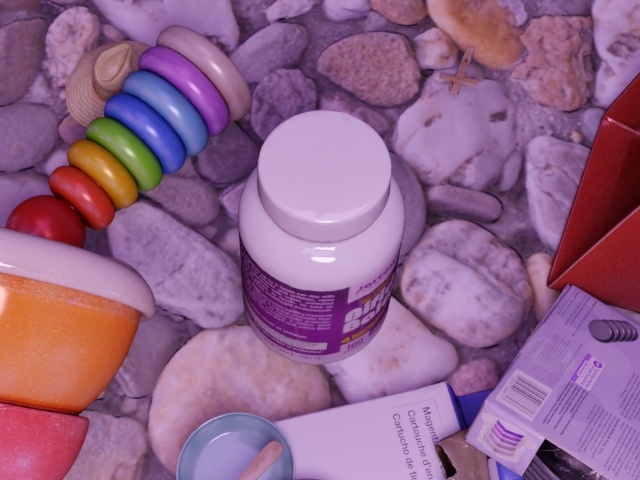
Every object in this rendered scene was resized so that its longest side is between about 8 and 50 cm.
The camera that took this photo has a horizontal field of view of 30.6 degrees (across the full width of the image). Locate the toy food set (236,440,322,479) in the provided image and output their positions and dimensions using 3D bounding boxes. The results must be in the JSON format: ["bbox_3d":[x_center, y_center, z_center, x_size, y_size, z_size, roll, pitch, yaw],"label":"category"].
[{"bbox_3d":[-0.015,0.294,1.125,0.192,0.038,0.132,41,67,13],"label":"toy food set"}]

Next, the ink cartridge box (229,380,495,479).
[{"bbox_3d":[0.101,0.313,1.181,0.330,0.071,0.324,-13,63,-7],"label":"ink cartridge box"}]

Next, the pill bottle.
[{"bbox_3d":[0.000,0.000,1.208,0.169,0.301,0.169,1,63,-1],"label":"pill bottle"}]

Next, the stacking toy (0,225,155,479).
[{"bbox_3d":[-0.364,0.227,1.117,0.351,0.350,0.479,8,78,2],"label":"stacking toy"}]

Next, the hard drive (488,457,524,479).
[{"bbox_3d":[0.284,0.365,1.136,0.210,0.040,0.318,5,59,-22],"label":"hard drive"}]

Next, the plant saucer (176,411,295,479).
[{"bbox_3d":[-0.084,0.232,1.173,0.119,0.021,0.119,-2,65,4],"label":"plant saucer"}]

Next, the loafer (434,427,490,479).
[{"bbox_3d":[0.144,0.256,1.149,0.050,0.056,0.148,-4,52,-7],"label":"loafer"}]

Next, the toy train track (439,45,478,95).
[{"bbox_3d":[0.180,-0.213,1.489,0.048,0.014,0.083,14,57,14],"label":"toy train track"}]

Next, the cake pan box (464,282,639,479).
[{"bbox_3d":[0.306,0.185,1.194,0.246,0.070,0.267,30,38,14],"label":"cake pan box"}]

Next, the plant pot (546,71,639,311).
[{"bbox_3d":[0.439,-0.053,1.290,0.236,0.267,0.267,25,64,-3],"label":"plant pot"}]

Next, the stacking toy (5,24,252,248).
[{"bbox_3d":[-0.235,-0.094,1.361,0.141,0.141,0.330,38,74,16],"label":"stacking toy"}]

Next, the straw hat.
[{"bbox_3d":[-0.250,-0.206,1.444,0.145,0.061,0.144,0,62,-1],"label":"straw hat"}]
